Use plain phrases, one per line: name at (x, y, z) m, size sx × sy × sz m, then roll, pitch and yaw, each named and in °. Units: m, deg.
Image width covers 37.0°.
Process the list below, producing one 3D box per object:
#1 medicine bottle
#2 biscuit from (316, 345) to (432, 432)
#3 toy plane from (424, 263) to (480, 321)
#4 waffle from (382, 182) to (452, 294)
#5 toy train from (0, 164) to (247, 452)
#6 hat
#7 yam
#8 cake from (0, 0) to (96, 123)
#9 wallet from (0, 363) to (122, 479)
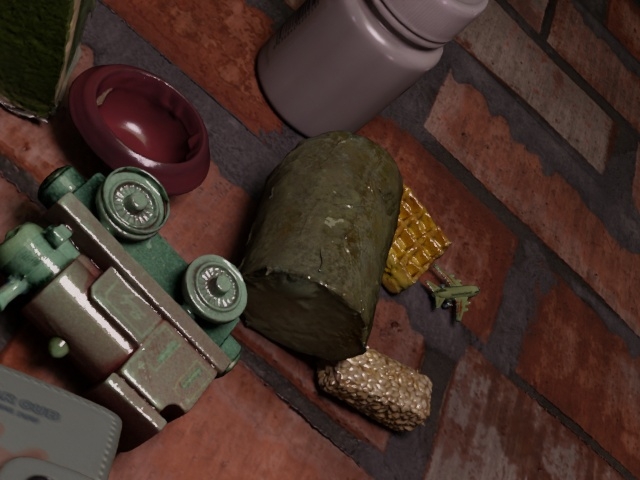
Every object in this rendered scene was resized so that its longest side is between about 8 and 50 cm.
medicine bottle at (0.078, -0.320, 1.467) m, size 0.208 × 0.339 × 0.208 m, roll 25°, pitch 48°, yaw -30°
biscuit at (0.074, 0.196, 1.301) m, size 0.168 × 0.070 × 0.082 m, roll 29°, pitch 42°, yaw -22°
toy plane at (0.214, 0.085, 1.536) m, size 0.111 × 0.040 × 0.102 m, roll 3°, pitch 62°, yaw -43°
waffle at (0.098, -0.034, 1.500) m, size 0.211 × 0.055 × 0.160 m, roll 51°, pitch 39°, yaw -3°
toy train at (-0.227, 0.065, 1.062) m, size 0.304 × 0.150 × 0.221 m, roll 47°, pitch 47°, yaw -9°
hat at (-0.236, -0.135, 1.234) m, size 0.205 × 0.089 × 0.205 m, roll 25°, pitch 43°, yaw -25°
yam at (0.000, 0.000, 1.285) m, size 0.195 × 0.195 × 0.300 m, roll 35°, pitch 44°, yaw -19°
cake at (-0.353, -0.306, 1.115) m, size 0.172 × 0.283 × 0.158 m, roll 18°, pitch 49°, yaw -13°
wallet at (-0.294, 0.215, 0.809) m, size 0.252 × 0.083 × 0.360 m, roll 26°, pitch 18°, yaw -12°
